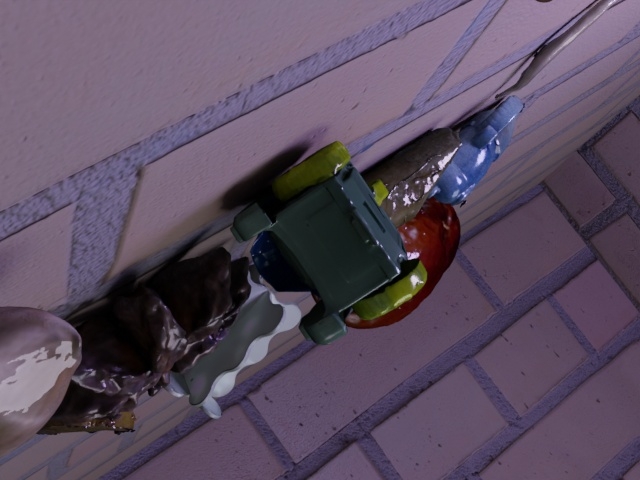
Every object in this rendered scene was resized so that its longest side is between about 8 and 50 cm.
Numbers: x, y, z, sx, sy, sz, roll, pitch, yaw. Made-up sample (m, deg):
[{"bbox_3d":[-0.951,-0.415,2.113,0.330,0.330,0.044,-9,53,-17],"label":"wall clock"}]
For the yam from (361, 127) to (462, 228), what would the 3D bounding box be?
[{"bbox_3d":[0.104,-0.070,1.412,0.259,0.106,0.106,-31,170,-20],"label":"yam"}]

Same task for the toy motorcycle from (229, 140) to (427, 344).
[{"bbox_3d":[0.000,0.000,1.178,0.200,0.191,0.326,-34,-175,6],"label":"toy motorcycle"}]

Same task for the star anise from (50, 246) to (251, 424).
[{"bbox_3d":[-0.209,0.125,1.175,0.332,0.117,0.331,-41,172,-7],"label":"star anise"}]

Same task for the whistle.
[{"bbox_3d":[0.246,-0.151,1.547,0.269,0.093,0.180,-49,-175,-32],"label":"whistle"}]

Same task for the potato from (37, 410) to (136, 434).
[{"bbox_3d":[-0.353,0.228,1.360,0.172,0.089,0.101,-6,163,27],"label":"potato"}]

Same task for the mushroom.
[{"bbox_3d":[0.376,-0.305,1.427,0.306,0.043,0.068,-38,148,24],"label":"mushroom"}]

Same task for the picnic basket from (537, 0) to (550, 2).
[{"bbox_3d":[0.172,-0.238,0.826,0.072,0.083,0.072,-36,171,-6],"label":"picnic basket"}]

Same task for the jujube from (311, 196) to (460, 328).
[{"bbox_3d":[0.114,0.020,1.588,0.223,0.223,0.318,-43,173,38],"label":"jujube"}]

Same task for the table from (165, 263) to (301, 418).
[{"bbox_3d":[-0.139,0.137,1.417,0.198,0.166,0.166,-45,170,7],"label":"table"}]

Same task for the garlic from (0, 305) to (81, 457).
[{"bbox_3d":[-0.341,0.143,0.783,0.318,0.112,0.143,-28,148,-8],"label":"garlic"}]
